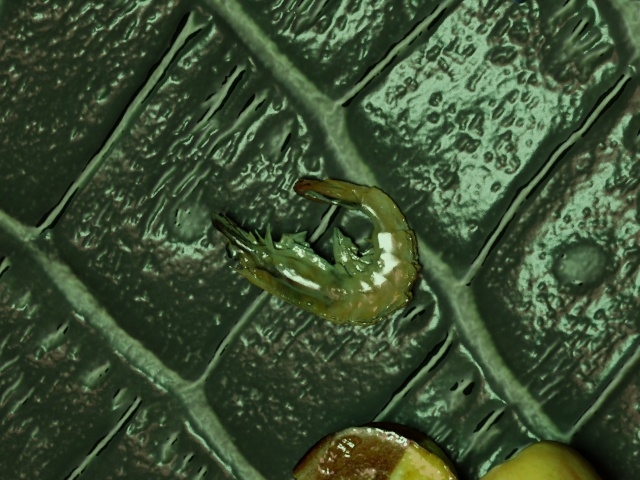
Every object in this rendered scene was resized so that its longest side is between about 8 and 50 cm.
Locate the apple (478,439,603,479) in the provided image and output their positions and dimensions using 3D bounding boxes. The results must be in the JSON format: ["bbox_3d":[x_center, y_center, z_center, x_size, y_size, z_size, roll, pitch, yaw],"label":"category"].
[{"bbox_3d":[0.248,0.316,1.702,0.199,0.199,0.199,3,101,17],"label":"apple"}]

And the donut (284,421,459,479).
[{"bbox_3d":[0.091,0.284,1.792,0.217,0.085,0.141,37,108,7],"label":"donut"}]

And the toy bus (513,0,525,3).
[{"bbox_3d":[0.228,-0.348,1.608,0.292,0.125,0.133,-39,88,19],"label":"toy bus"}]

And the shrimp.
[{"bbox_3d":[0.000,0.000,1.786,0.253,0.058,0.173,31,100,6],"label":"shrimp"}]
